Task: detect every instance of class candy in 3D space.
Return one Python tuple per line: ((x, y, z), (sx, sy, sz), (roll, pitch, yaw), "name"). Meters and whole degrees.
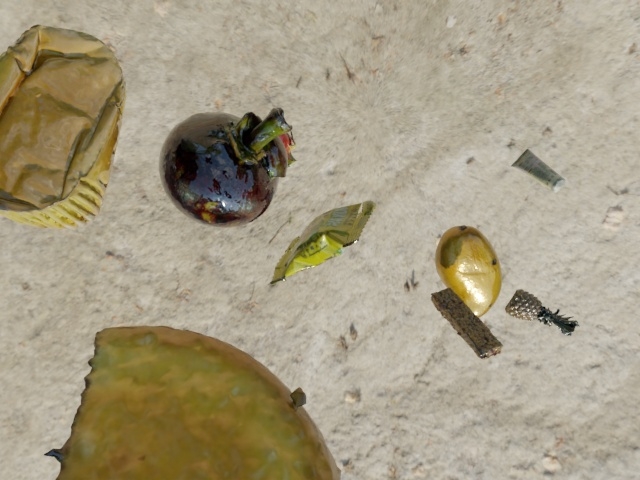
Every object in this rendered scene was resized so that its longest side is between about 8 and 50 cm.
((0.000, 0.000, 1.237), (0.297, 0.187, 0.081), (-25, 116, 35), "candy")

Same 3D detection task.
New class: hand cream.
((0.551, -0.172, 1.282), (0.061, 0.039, 0.143), (-48, 51, 14), "hand cream")

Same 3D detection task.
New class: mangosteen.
((-0.168, -0.157, 0.952), (0.231, 0.231, 0.289), (42, 129, -5), "mangosteen")

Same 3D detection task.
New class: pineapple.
((0.400, 0.137, 0.916), (0.124, 0.058, 0.058), (31, 105, 17), "pineapple")

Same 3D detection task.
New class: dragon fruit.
((-0.099, -0.214, 1.140), (0.086, 0.081, 0.116), (-23, 98, 23), "dragon fruit")

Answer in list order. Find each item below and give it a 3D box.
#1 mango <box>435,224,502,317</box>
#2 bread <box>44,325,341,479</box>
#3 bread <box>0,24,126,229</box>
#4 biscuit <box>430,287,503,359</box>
((0.384, 0.078, 1.321), (0.157, 0.109, 0.262), (-17, 113, 5), "mango")
((-0.064, 0.207, 0.319), (0.179, 0.340, 0.194), (-1, 136, -2), "bread")
((-0.397, -0.161, 0.769), (0.204, 0.156, 0.288), (12, 81, -6), "bread")
((0.334, 0.189, 1.175), (0.064, 0.199, 0.034), (-18, 138, -19), "biscuit")
